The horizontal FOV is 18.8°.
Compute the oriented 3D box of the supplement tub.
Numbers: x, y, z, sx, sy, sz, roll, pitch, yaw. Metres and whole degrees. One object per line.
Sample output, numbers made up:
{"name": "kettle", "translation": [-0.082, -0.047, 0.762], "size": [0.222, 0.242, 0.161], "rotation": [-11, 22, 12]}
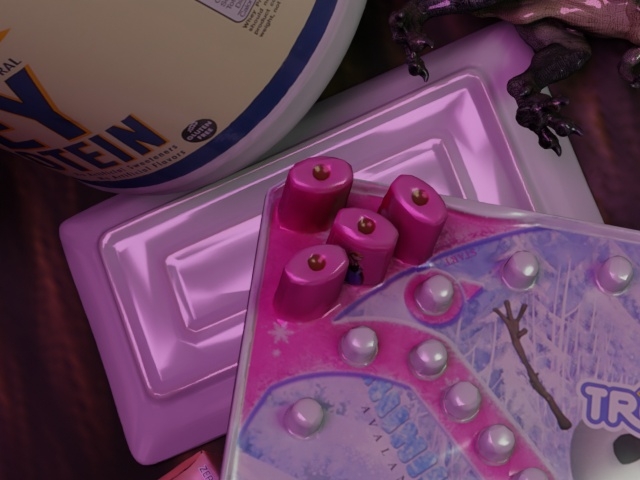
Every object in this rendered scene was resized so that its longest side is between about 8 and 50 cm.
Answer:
{"name": "supplement tub", "translation": [-0.152, -0.170, 0.876], "size": [0.235, 0.325, 0.235], "rotation": [-14, 66, 35]}

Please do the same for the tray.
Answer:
{"name": "tray", "translation": [0.000, 0.000, 0.981], "size": [0.270, 0.030, 0.145], "rotation": [-24, 75, 11]}

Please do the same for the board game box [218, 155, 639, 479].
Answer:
{"name": "board game box", "translation": [0.146, 0.169, 0.767], "size": [0.390, 0.050, 0.390], "rotation": [10, 65, -4]}

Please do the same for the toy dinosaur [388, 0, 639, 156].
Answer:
{"name": "toy dinosaur", "translation": [0.097, -0.112, 0.948], "size": [0.268, 0.064, 0.118], "rotation": [16, 50, 20]}

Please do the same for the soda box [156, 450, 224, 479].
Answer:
{"name": "soda box", "translation": [-0.033, 0.141, 0.881], "size": [0.058, 0.183, 0.063], "rotation": [-34, 73, 8]}
